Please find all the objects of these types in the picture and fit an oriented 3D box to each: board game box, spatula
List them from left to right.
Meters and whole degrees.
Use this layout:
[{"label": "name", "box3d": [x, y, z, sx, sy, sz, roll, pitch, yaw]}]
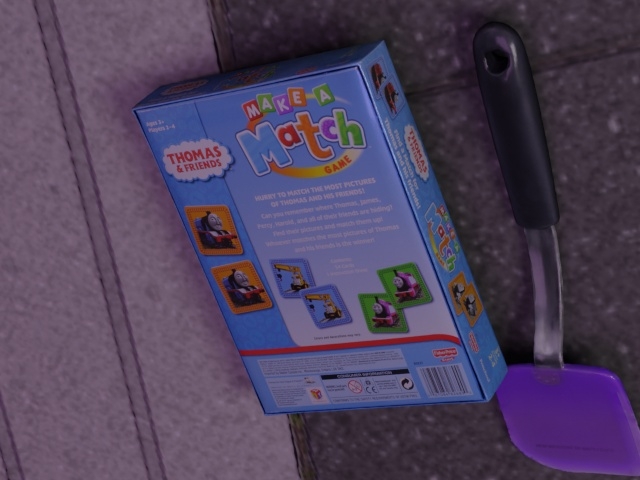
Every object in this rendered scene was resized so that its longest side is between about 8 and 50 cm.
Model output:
[{"label": "board game box", "box3d": [0.000, 0.000, 0.973, 0.160, 0.039, 0.212, -7, 116, 35]}, {"label": "spatula", "box3d": [0.124, 0.015, 0.955, 0.084, 0.030, 0.297, -1, 117, 27]}]
